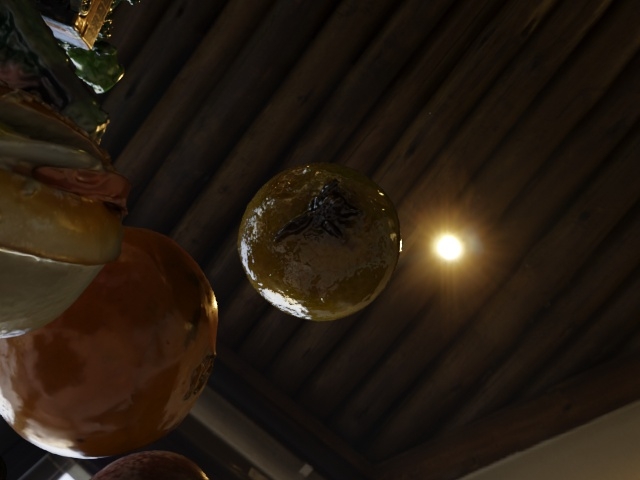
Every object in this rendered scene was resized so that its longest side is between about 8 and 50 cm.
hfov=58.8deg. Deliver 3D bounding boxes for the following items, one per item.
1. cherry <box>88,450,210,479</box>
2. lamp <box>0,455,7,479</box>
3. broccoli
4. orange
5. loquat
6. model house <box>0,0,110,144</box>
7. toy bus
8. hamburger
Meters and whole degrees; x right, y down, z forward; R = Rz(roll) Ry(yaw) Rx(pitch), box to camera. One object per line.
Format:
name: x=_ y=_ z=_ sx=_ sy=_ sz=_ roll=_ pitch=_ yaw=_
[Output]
cherry: x=-0.242 y=0.418 z=0.796 sx=0.236 sy=0.285 sz=0.212 roll=44 pitch=-76 yaw=37
lamp: x=-0.373 y=0.164 z=0.421 sx=0.244 sy=0.198 sz=0.197 roll=42 pitch=-72 yaw=24
broccoli: x=-0.426 y=-0.393 z=0.971 sx=0.298 sy=0.297 sz=0.297 roll=-8 pitch=-35 yaw=13
orange: x=-0.286 y=0.127 z=0.758 sx=0.312 sy=0.312 sz=0.312 roll=2 pitch=-77 yaw=10
loquat: x=0.000 y=0.000 z=0.815 sx=0.244 sy=0.244 sz=0.243 roll=2 pitch=-77 yaw=10
model house: x=-0.388 y=-0.122 z=0.544 sx=0.202 sy=0.237 sz=0.237 roll=-18 pitch=-70 yaw=40
toy bus: x=-0.316 y=-0.358 z=0.750 sx=0.091 sy=0.103 sz=0.182 roll=21 pitch=-96 yaw=-3
hamburger: x=-0.233 y=-0.030 z=0.350 sx=0.237 sy=0.237 sz=0.147 roll=19 pitch=-93 yaw=6
